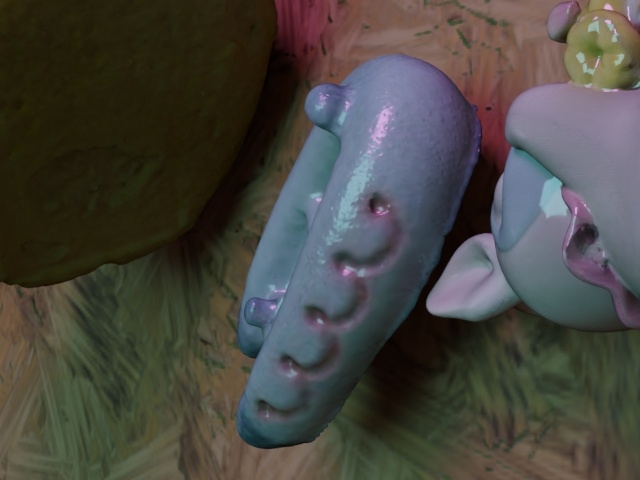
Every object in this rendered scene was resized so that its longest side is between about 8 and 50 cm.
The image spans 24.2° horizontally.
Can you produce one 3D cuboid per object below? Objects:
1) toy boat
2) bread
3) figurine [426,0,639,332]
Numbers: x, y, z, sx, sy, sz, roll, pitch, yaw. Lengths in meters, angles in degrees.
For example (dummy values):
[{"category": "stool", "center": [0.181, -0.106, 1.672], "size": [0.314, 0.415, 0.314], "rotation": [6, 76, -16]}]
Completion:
[{"category": "toy boat", "center": [0.000, 0.000, 0.730], "size": [0.134, 0.079, 0.208], "rotation": [-89, 25, -56]}, {"category": "bread", "center": [-0.157, -0.101, 0.824], "size": [0.148, 0.270, 0.270], "rotation": [50, 120, 42]}, {"category": "figurine", "center": [0.126, -0.028, 0.591], "size": [0.235, 0.127, 0.155], "rotation": [0, 105, 58]}]
